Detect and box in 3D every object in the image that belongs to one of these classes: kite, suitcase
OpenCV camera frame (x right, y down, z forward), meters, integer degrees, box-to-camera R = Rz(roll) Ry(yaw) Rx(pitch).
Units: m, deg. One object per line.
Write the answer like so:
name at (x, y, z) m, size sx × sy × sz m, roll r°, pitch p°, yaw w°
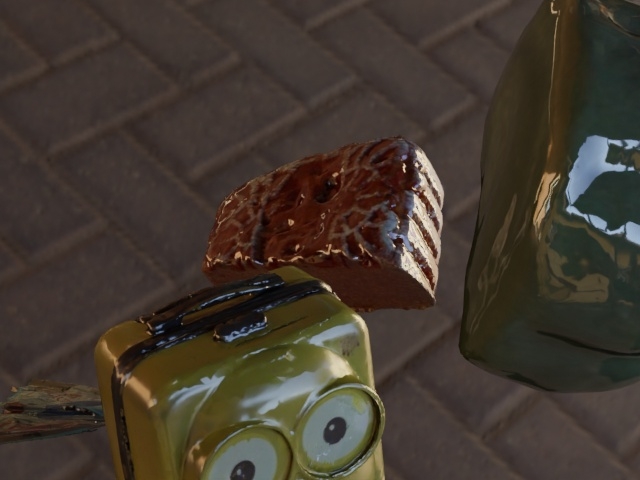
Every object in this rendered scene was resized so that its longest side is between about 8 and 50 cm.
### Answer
kite at (-0.274, 0.161, 1.478) m, size 0.368 × 0.014 × 0.406 m, roll 2°, pitch 2°, yaw -2°
suitcase at (-0.051, 0.150, 1.133) m, size 0.194 × 0.235 × 0.143 m, roll -20°, pitch 31°, yaw -24°

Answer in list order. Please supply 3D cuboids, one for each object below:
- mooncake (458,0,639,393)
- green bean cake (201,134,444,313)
mooncake at (0.119, -0.019, 0.673) m, size 0.104 × 0.175 × 0.168 m, roll 16°, pitch 7°, yaw -13°
green bean cake at (0.000, 0.000, 1.449) m, size 0.232 × 0.097 × 0.199 m, roll -14°, pitch 38°, yaw 25°
